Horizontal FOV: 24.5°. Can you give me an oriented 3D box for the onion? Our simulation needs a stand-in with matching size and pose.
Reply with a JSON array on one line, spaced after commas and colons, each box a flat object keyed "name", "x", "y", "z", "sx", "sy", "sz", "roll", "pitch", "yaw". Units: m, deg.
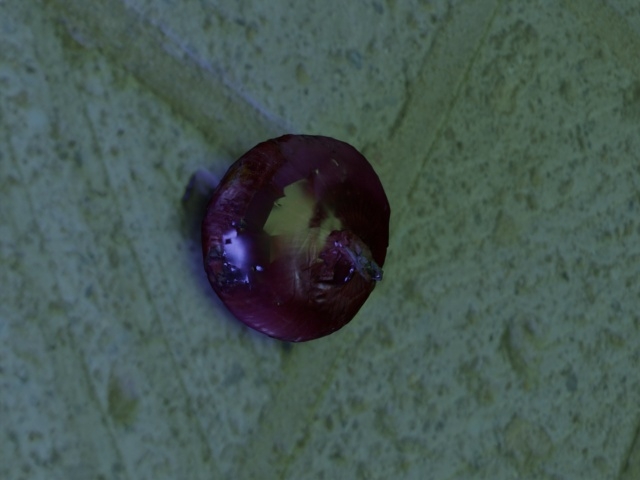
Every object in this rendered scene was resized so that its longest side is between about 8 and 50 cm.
[{"name": "onion", "x": 0.000, "y": 0.000, "z": 1.022, "sx": 0.150, "sy": 0.140, "sz": 0.150, "roll": -3, "pitch": 96, "yaw": -28}]
